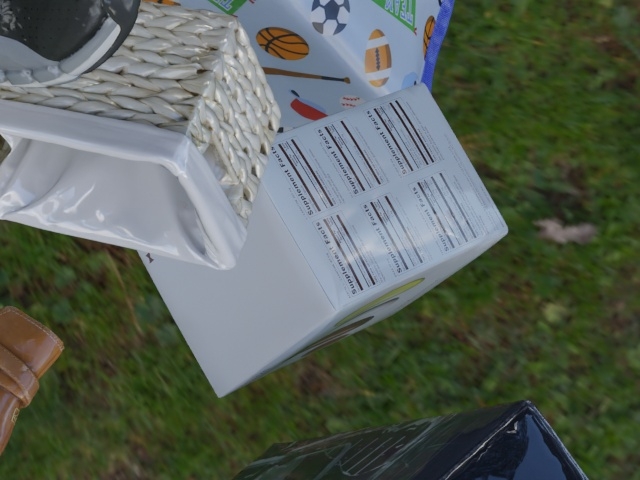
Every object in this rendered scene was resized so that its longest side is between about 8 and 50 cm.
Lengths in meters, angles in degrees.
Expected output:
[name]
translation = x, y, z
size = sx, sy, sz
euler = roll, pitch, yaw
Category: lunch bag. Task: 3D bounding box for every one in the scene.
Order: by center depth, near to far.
[lunch bag]
translation = -0.022, -0.333, 1.714
size = 0.328, 0.239, 0.385
euler = 43, 54, -43

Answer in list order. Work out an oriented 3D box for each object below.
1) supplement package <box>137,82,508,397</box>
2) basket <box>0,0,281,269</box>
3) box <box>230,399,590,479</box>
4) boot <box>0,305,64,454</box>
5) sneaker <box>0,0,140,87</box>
[supplement package]
translation = 0.000, 0.000, 1.420
size = 0.203, 0.194, 0.149
euler = -23, 80, -39
[basket]
translation = -0.115, -0.067, 0.963
size = 0.113, 0.167, 0.103
euler = 66, 42, -56
[box]
translation = -0.027, 0.398, 1.417
size = 0.480, 0.472, 0.297
euler = -38, 96, -28
[boot]
translation = -0.268, 0.078, 1.064
size = 0.197, 0.073, 0.152
euler = 30, 69, 15
[sneaker]
translation = -0.185, -0.105, 0.738
size = 0.132, 0.229, 0.086
euler = -3, 90, -43
